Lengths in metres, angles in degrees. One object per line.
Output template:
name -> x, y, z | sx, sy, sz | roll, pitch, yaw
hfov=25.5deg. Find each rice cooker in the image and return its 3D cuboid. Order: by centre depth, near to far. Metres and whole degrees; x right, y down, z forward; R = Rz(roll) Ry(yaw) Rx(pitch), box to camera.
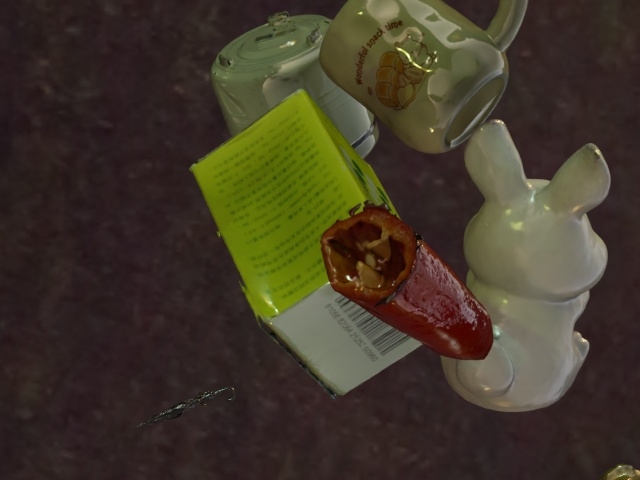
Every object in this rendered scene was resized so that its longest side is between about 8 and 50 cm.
rice cooker -> -0.036, -0.195, 2.066 | 0.226, 0.226, 0.244 | -47, 124, -40

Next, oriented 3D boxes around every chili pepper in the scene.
chili pepper -> 0.074, 0.045, 0.971 | 0.065, 0.088, 0.169 | -48, 135, 2

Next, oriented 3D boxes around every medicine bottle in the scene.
medicine bottle -> 0.000, 0.000, 1.292 | 0.141, 0.250, 0.137 | -34, 133, 6

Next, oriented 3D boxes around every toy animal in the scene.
toy animal -> 0.261, 0.034, 1.830 | 0.241, 0.196, 0.367 | -29, 131, -66

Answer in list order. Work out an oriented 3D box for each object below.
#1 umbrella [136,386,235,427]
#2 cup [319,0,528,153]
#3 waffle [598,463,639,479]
umbrella -> -0.153, 0.187, 1.598 | 0.122, 0.013, 0.022 | -16, 82, -23
cup -> 0.153, -0.254, 1.830 | 0.255, 0.202, 0.173 | -45, 163, -11
waffle -> 0.294, 0.297, 1.139 | 0.301, 0.281, 0.058 | -32, 130, -17
